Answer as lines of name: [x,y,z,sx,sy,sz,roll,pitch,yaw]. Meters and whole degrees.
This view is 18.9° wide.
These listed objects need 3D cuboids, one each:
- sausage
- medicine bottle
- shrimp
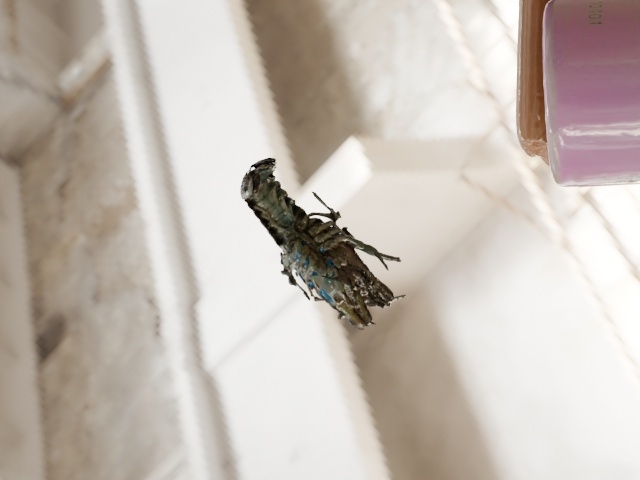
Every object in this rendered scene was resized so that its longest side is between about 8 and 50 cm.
sausage: [0.254,-0.220,2.082,0.086,0.086,0.289,24,-115,-47]
medicine bottle: [0.351,-0.142,1.751,0.178,0.291,0.178,-3,-90,-81]
shrimp: [-0.002,-0.001,1.617,0.174,0.082,0.076,49,169,-13]
